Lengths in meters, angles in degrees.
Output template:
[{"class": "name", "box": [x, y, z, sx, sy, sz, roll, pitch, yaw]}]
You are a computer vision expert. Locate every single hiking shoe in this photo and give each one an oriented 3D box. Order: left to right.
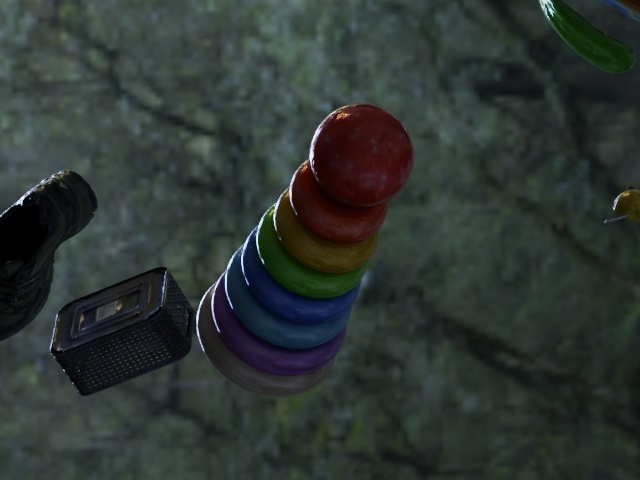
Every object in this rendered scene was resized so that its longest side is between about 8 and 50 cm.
[{"class": "hiking shoe", "box": [-0.331, 0.021, 1.937, 0.227, 0.086, 0.114, -58, -19, 24]}]

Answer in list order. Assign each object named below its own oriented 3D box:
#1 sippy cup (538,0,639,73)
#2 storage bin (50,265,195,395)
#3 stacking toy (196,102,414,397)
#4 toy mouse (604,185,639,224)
[{"class": "sippy cup", "box": [0.376, -0.310, 1.882, 0.305, 0.224, 0.240, -55, -8, 15]}, {"class": "storage bin", "box": [-0.275, 0.125, 2.553, 0.122, 0.180, 0.084, -90, -24, -56]}, {"class": "stacking toy", "box": [0.000, 0.000, 1.647, 0.330, 0.141, 0.141, 120, 153, -46]}, {"class": "toy mouse", "box": [0.413, -0.026, 2.133, 0.031, 0.143, 0.161, -67, -8, 25]}]
